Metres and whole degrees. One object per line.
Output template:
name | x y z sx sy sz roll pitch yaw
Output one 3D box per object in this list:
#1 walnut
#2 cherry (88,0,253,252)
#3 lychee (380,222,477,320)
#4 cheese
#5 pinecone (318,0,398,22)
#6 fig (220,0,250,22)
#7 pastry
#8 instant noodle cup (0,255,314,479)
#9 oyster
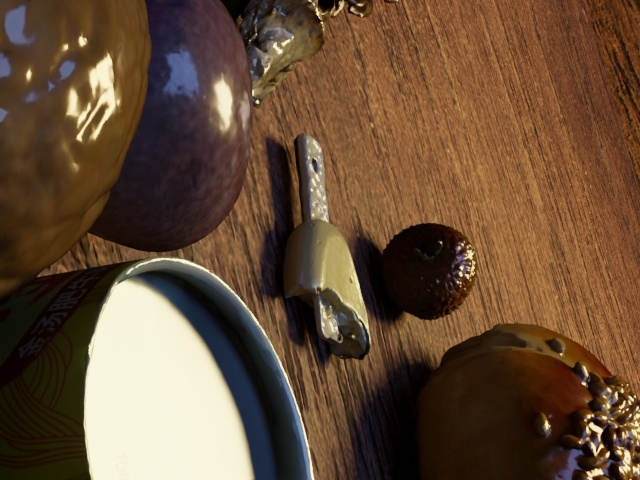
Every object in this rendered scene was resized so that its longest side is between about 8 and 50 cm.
walnut | -0.239 -0.107 0.716 0.333 0.332 0.333 45 36 -46
cherry | -0.142 -0.107 1.041 0.213 0.183 0.266 -69 152 -42
lychee | 0.126 0.034 1.598 0.146 0.114 0.114 67 16 -64
cheese | -0.001 0.000 1.425 0.127 0.049 0.235 32 47 -54
pinecone | 0.044 -0.354 1.566 0.186 0.212 0.169 52 29 -18
fig | -0.114 -0.277 1.335 0.126 0.185 0.133 28 19 -5
pastry | 0.265 0.281 1.566 0.409 0.245 0.410 47 34 -47
instant noodle cup | -0.151 0.146 0.800 0.311 0.221 0.311 45 37 -47
oyster | -0.042 -0.189 1.373 0.191 0.081 0.163 -56 167 -43
